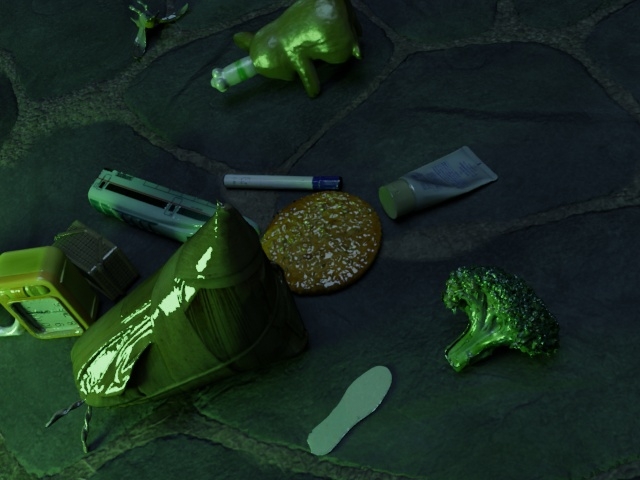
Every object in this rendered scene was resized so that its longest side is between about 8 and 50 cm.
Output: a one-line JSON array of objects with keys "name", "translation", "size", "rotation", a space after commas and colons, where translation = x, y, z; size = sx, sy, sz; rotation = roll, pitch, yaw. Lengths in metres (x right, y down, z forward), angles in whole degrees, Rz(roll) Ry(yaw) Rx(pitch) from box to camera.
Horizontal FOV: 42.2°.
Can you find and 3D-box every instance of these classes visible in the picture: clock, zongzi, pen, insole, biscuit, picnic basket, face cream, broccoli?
[{"name": "clock", "translation": [-0.534, 0.106, 1.619], "size": [0.143, 0.202, 0.096], "rotation": [-9, 52, 11]}, {"name": "zongzi", "translation": [-0.306, 0.117, 1.376], "size": [0.500, 0.467, 0.218], "rotation": [-21, 57, 2]}, {"name": "pen", "translation": [-0.083, -0.123, 1.761], "size": [0.269, 0.033, 0.033], "rotation": [2, 56, 19]}, {"name": "insole", "translation": [0.053, 0.293, 1.432], "size": [0.065, 0.004, 0.197], "rotation": [33, 69, 33]}, {"name": "biscuit", "translation": [0.000, 0.000, 1.644], "size": [0.254, 0.035, 0.254], "rotation": [-8, 53, 10]}, {"name": "picnic basket", "translation": [-0.462, 0.041, 1.701], "size": [0.164, 0.115, 0.079], "rotation": [28, 69, 32]}, {"name": "face cream", "translation": [0.231, -0.114, 1.654], "size": [0.224, 0.070, 0.114], "rotation": [-23, 51, -17]}, {"name": "broccoli", "translation": [0.285, 0.142, 1.391], "size": [0.220, 0.194, 0.194], "rotation": [43, 71, -4]}]

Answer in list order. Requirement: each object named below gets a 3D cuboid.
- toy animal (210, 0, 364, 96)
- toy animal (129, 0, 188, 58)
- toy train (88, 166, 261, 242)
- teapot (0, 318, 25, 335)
[{"name": "toy animal", "translation": [-0.067, -0.438, 1.918], "size": [0.363, 0.180, 0.181], "rotation": [-25, 41, 27]}, {"name": "toy animal", "translation": [-0.459, -0.588, 2.177], "size": [0.155, 0.095, 0.219], "rotation": [34, 69, 29]}, {"name": "toy train", "translation": [-0.311, -0.051, 1.742], "size": [0.407, 0.086, 0.088], "rotation": [18, 61, 27]}, {"name": "teapot", "translation": [-0.753, 0.149, 1.697], "size": [0.300, 0.166, 0.208], "rotation": [1, 14, 9]}]
